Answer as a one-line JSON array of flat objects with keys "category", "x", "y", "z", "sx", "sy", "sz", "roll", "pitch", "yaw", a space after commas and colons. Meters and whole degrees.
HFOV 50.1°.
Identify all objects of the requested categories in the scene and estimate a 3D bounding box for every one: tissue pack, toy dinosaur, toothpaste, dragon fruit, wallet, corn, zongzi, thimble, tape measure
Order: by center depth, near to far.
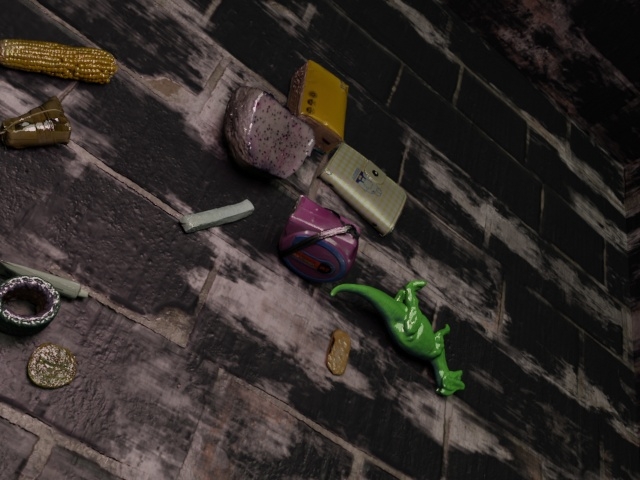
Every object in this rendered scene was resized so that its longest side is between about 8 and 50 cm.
[{"category": "thimble", "x": -0.635, "y": 0.141, "z": 1.464, "sx": 0.135, "sy": 0.090, "sz": 0.119, "roll": 1, "pitch": 64, "yaw": -39}, {"category": "toothpaste", "x": -0.625, "y": 0.088, "z": 1.532, "sx": 0.218, "sy": 0.064, "sz": 0.041, "roll": 25, "pitch": 56, "yaw": -32}, {"category": "zongzi", "x": -0.725, "y": -0.302, "z": 1.688, "sx": 0.188, "sy": 0.081, "sz": 0.178, "roll": -10, "pitch": 50, "yaw": -29}, {"category": "corn", "x": -0.683, "y": -0.473, "z": 1.796, "sx": 0.319, "sy": 0.097, "sz": 0.097, "roll": -1, "pitch": 66, "yaw": -38}, {"category": "tape measure", "x": 0.000, "y": 0.000, "z": 1.972, "sx": 0.231, "sy": 0.245, "sz": 0.149, "roll": 26, "pitch": 50, "yaw": -6}, {"category": "dragon fruit", "x": -0.185, "y": -0.306, "z": 2.049, "sx": 0.283, "sy": 0.203, "sz": 0.221, "roll": 28, "pitch": 77, "yaw": -45}, {"category": "toy dinosaur", "x": 0.232, "y": 0.313, "z": 2.096, "sx": 0.499, "sy": 0.144, "sz": 0.375, "roll": -1, "pitch": 78, "yaw": -37}, {"category": "tissue pack", "x": -0.009, "y": -0.452, "z": 2.314, "sx": 0.192, "sy": 0.134, "sz": 0.271, "roll": 26, "pitch": 51, "yaw": -27}, {"category": "wallet", "x": 0.150, "y": -0.182, "z": 2.337, "sx": 0.309, "sy": 0.077, "sz": 0.223, "roll": 42, "pitch": 49, "yaw": -11}]

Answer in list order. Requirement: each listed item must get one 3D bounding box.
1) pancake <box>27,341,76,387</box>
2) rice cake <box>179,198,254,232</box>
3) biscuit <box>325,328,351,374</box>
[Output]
[{"category": "pancake", "x": -0.580, "y": 0.273, "z": 1.483, "sx": 0.108, "sy": 0.017, "sz": 0.108, "roll": 19, "pitch": 57, "yaw": -33}, {"category": "rice cake", "x": -0.286, "y": -0.068, "z": 1.917, "sx": 0.245, "sy": 0.042, "sz": 0.045, "roll": -18, "pitch": 66, "yaw": -46}, {"category": "biscuit", "x": 0.053, "y": 0.322, "z": 1.985, "sx": 0.071, "sy": 0.018, "sz": 0.147, "roll": 35, "pitch": 46, "yaw": -22}]
